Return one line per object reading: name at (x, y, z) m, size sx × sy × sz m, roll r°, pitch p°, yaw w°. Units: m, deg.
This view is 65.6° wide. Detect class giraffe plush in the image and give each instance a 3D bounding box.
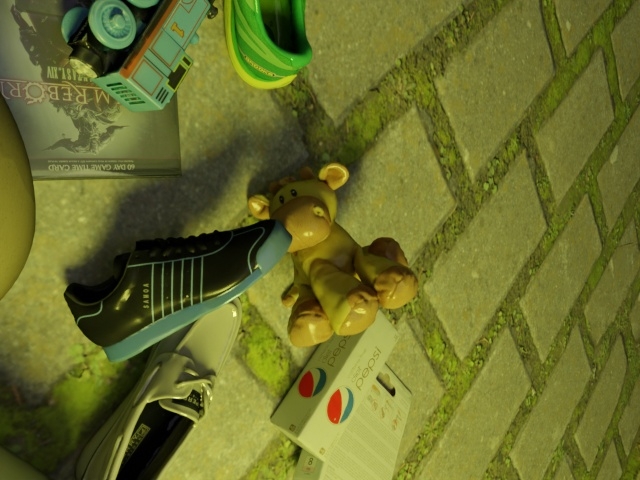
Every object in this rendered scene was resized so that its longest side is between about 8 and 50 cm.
giraffe plush at (0.000, 0.000, 0.610) m, size 0.181 × 0.210 × 0.171 m, roll -28°, pitch 110°, yaw -9°

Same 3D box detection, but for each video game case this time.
video game case at (-0.236, -0.197, 0.479) m, size 0.196 × 0.026 × 0.275 m, roll -8°, pitch 99°, yaw -40°

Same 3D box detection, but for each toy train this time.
toy train at (-0.163, -0.217, 0.476) m, size 0.105 × 0.080 × 0.184 m, roll 41°, pitch 66°, yaw -46°

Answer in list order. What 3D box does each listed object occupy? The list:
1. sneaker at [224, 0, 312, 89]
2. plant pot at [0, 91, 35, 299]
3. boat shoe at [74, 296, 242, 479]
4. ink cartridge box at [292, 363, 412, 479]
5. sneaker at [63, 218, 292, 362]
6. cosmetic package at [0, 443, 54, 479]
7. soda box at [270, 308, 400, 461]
sneaker at (-0.066, -0.324, 0.545) m, size 0.109 × 0.123 × 0.296 m, roll -30°, pitch 113°, yaw -34°
plant pot at (-0.303, -0.023, 0.309) m, size 0.191 × 0.283 × 0.284 m, roll 61°, pitch 50°, yaw -70°
boat shoe at (-0.160, 0.169, 0.545) m, size 0.096 × 0.088 × 0.268 m, roll 50°, pitch 64°, yaw -33°
ink cartridge box at (0.062, 0.311, 0.796) m, size 0.189 × 0.066 × 0.232 m, roll 51°, pitch 42°, yaw -32°
sneaker at (-0.143, 0.030, 0.506) m, size 0.232 × 0.081 × 0.091 m, roll -32°, pitch 112°, yaw -5°
cosmetic package at (-0.330, 0.268, 0.375) m, size 0.225 × 0.138 × 0.224 m, roll -47°, pitch 123°, yaw -25°
soda box at (0.025, 0.198, 0.724) m, size 0.216 × 0.069 × 0.074 m, roll -54°, pitch 125°, yaw -24°
